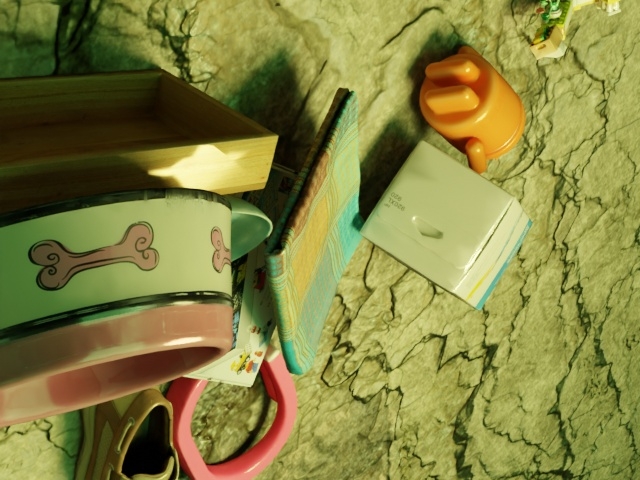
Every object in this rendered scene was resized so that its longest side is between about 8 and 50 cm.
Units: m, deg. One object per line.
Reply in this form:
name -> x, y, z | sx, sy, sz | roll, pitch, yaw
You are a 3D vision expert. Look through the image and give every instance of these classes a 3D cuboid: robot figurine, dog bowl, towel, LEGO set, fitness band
robot figurine -> 0.227, -0.194, 2.062 | 0.128, 0.158, 0.219 | -43, 148, 10
dog bowl -> -0.268, 0.083, 1.400 | 0.407, 0.150, 0.408 | -15, 170, -3
towel -> 0.000, 0.000, 1.863 | 0.370, 0.040, 0.271 | 84, 25, -62
LEGO set -> 0.401, -0.390, 2.130 | 0.287, 0.132, 0.107 | -30, 130, -24
fitness band -> -0.131, 0.258, 2.061 | 0.209, 0.054, 0.291 | -42, 143, -20

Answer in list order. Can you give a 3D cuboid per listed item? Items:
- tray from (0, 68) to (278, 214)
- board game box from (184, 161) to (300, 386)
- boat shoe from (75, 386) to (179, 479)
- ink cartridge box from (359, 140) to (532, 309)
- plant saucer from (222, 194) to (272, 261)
tray -> -0.262, -0.101, 1.452 | 0.411, 0.202, 0.076 | -12, 126, -46
board game box -> -0.107, 0.041, 1.870 | 0.193, 0.053, 0.305 | 19, 94, -55
boat shoe -> -0.256, 0.307, 1.886 | 0.123, 0.116, 0.324 | -30, 139, -33
ink cartridge box -> 0.194, -0.018, 2.081 | 0.168, 0.171, 0.232 | -58, 163, 1
plant saucer -> -0.213, 0.007, 1.609 | 0.317, 0.044, 0.317 | -16, 168, -3
